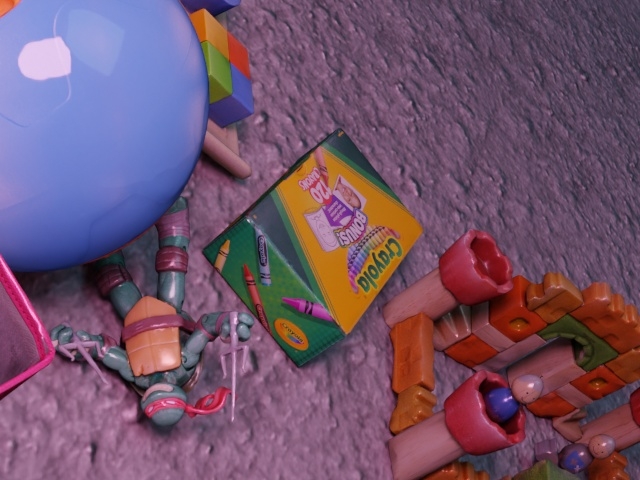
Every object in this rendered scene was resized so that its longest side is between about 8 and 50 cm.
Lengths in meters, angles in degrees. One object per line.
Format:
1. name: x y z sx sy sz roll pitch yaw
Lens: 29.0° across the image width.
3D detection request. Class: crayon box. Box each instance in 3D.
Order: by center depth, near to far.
1. crayon box: 0.000 0.000 1.404 0.165 0.081 0.278 50 33 -6

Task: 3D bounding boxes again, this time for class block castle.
1. block castle: 0.295 0.209 1.470 0.453 0.213 0.303 35 37 -28

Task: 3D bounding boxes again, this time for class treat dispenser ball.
1. treat dispenser ball: -0.235 -0.117 1.018 0.288 0.288 0.288 32 39 -31

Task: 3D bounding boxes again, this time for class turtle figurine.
1. turtle figurine: -0.153 0.080 1.114 0.175 0.118 0.234 -10 59 -10

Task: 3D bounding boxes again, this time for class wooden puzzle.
1. wooden puzzle: -0.171 -0.275 1.356 0.322 0.080 0.348 38 34 -52

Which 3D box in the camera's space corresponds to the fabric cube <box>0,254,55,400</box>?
1. fabric cube: -0.358 0.054 0.676 0.254 0.258 0.259 -26 82 -53
